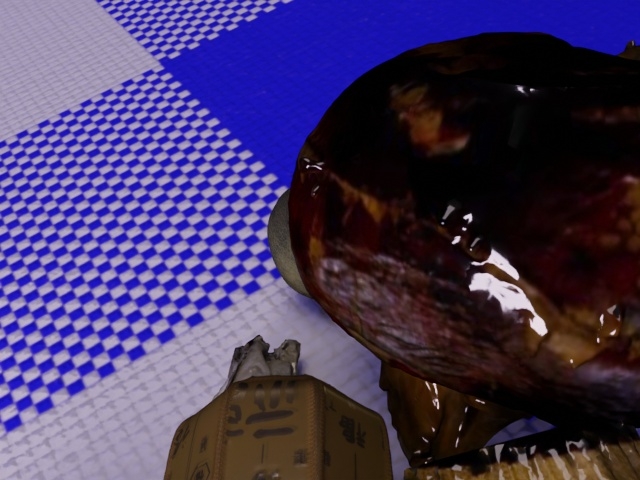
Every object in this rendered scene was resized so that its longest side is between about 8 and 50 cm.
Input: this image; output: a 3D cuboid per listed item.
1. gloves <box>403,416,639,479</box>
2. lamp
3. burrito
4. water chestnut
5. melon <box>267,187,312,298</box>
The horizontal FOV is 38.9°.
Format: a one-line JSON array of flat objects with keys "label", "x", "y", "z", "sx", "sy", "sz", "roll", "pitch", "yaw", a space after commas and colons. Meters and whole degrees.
[{"label": "gloves", "x": 0.139, "y": 0.260, "z": 0.440, "sx": 0.203, "sy": 0.155, "sz": 0.357, "roll": -21, "pitch": 52, "yaw": 23}, {"label": "lamp", "x": -0.026, "y": 0.189, "z": 0.583, "sx": 0.161, "sy": 0.161, "sz": 0.185, "roll": -7, "pitch": 43, "yaw": 11}, {"label": "burrito", "x": -0.078, "y": 0.158, "z": 0.709, "sx": 0.058, "sy": 0.063, "sz": 0.230, "roll": -17, "pitch": 32, "yaw": 48}, {"label": "water chestnut", "x": 0.131, "y": 0.021, "z": 0.647, "sx": 0.335, "sy": 0.347, "sz": 0.335, "roll": 12, "pitch": 16, "yaw": -3}, {"label": "melon", "x": 0.000, "y": 0.000, "z": 0.832, "sx": 0.098, "sy": 0.098, "sz": 0.131, "roll": -15, "pitch": 41, "yaw": 2}]
